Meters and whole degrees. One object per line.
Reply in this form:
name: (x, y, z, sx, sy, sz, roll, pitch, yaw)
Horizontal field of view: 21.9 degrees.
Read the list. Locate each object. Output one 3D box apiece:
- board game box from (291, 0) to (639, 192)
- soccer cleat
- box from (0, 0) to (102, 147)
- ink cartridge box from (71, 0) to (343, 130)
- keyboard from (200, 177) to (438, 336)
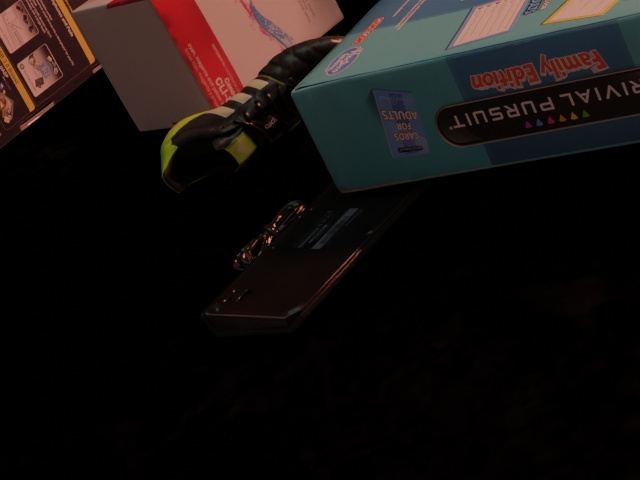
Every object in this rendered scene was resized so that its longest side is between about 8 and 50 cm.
board game box: (0.185, -0.146, 0.994, 0.336, 0.079, 0.254, -8, 29, 38)
soccer cleat: (-0.045, -0.091, 1.247, 0.179, 0.060, 0.072, -30, 29, 20)
box: (-0.378, -0.317, 1.729, 0.097, 0.395, 0.318, -4, 33, 47)
ink cartridge box: (-0.096, -0.197, 1.449, 0.176, 0.127, 0.128, -43, 24, -31)
keyboard: (0.000, 0.000, 1.013, 0.108, 0.023, 0.180, 0, 35, 43)
